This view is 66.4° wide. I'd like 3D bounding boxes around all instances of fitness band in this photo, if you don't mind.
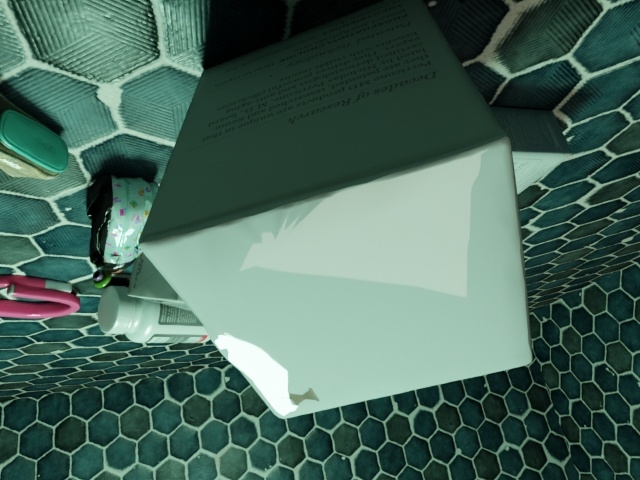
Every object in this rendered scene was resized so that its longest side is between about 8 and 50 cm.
[{"bbox_3d":[-0.796,0.159,1.310,0.208,0.054,0.290,-24,154,28],"label":"fitness band"}]

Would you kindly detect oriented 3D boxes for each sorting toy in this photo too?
[{"bbox_3d":[-0.533,0.067,1.214,0.102,0.061,0.042,-39,142,-4],"label":"sorting toy"}]

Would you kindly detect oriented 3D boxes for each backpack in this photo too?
[{"bbox_3d":[-0.377,-0.046,0.934,0.115,0.152,0.182,-2,144,-36],"label":"backpack"}]

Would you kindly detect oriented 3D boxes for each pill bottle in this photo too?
[{"bbox_3d":[-0.469,0.212,1.439,0.176,0.177,0.318,-28,153,35],"label":"pill bottle"}]

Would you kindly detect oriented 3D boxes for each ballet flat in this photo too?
[{"bbox_3d":[-0.468,-0.162,0.640,0.106,0.108,0.316,0,159,7],"label":"ballet flat"}]

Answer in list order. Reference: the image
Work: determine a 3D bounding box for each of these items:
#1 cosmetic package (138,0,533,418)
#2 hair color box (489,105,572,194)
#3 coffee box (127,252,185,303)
[{"bbox_3d":[0.034,-0.052,0.633,0.327,0.394,0.330,-16,131,11],"label":"cosmetic package"},{"bbox_3d":[0.280,-0.171,0.977,0.374,0.114,0.185,-3,156,-22],"label":"hair color box"},{"bbox_3d":[-0.298,0.072,1.130,0.118,0.168,0.297,5,167,12],"label":"coffee box"}]
